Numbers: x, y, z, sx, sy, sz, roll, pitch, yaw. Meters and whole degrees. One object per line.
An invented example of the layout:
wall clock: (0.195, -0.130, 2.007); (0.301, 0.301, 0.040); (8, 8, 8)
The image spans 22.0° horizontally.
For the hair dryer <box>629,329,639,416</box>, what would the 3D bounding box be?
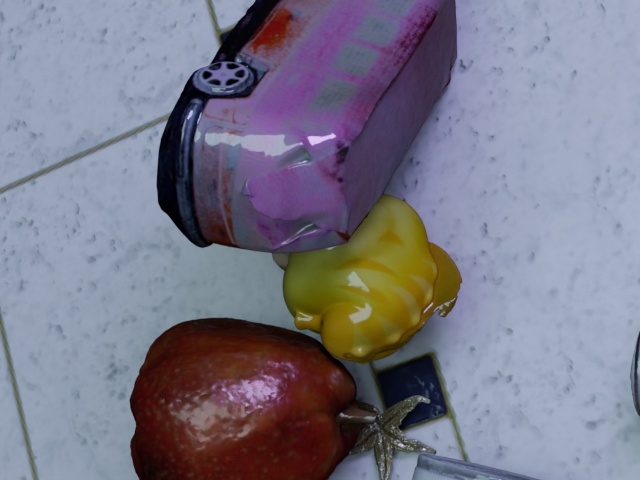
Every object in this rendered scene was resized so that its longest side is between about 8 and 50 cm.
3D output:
hair dryer: (0.287, 0.177, 1.170); (0.131, 0.073, 0.236); (3, 85, 23)

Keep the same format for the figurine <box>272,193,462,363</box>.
figurine: (0.000, 0.000, 1.292); (0.131, 0.156, 0.246); (-42, 60, -12)

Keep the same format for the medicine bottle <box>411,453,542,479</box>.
medicine bottle: (0.101, 0.293, 1.191); (0.143, 0.143, 0.258); (12, 87, 25)

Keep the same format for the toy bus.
toy bus: (0.000, -0.111, 1.229); (0.147, 0.302, 0.127); (11, 130, 17)

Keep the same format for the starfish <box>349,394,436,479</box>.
starfish: (0.049, 0.148, 1.309); (0.092, 0.016, 0.086); (-43, 69, 18)

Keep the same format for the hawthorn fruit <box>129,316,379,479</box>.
hawthorn fruit: (-0.061, 0.141, 1.282); (0.179, 0.173, 0.173); (0, 78, -15)
